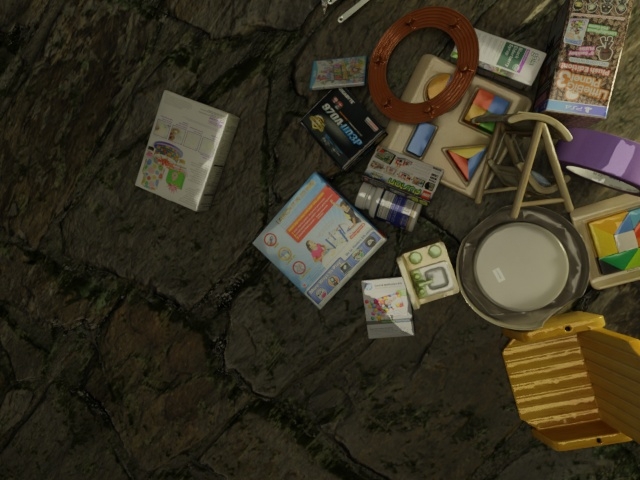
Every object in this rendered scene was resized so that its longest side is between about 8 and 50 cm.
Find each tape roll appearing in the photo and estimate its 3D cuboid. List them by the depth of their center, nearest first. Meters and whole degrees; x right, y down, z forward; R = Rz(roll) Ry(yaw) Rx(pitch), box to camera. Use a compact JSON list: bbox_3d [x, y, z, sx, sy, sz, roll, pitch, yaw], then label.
[{"bbox_3d":[0.738,-0.196,1.300,0.275,0.275,0.090,24,99,10],"label":"tape roll"}]

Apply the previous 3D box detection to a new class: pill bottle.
[{"bbox_3d":[0.204,-0.107,1.519,0.187,0.112,0.112,22,100,11],"label":"pill bottle"}]

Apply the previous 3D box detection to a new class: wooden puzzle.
[{"bbox_3d":[0.838,-0.002,1.413,0.221,0.044,0.238,-18,90,15],"label":"wooden puzzle"},{"bbox_3d":[0.378,-0.331,1.474,0.348,0.080,0.322,27,101,10],"label":"wooden puzzle"}]

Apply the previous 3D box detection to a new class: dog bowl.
[{"bbox_3d":[0.560,0.074,1.445,0.349,0.102,0.348,0,90,12],"label":"dog bowl"}]

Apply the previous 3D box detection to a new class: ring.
[{"bbox_3d":[0.279,-0.500,1.444,0.337,0.032,0.336,-3,85,34],"label":"ring"}]

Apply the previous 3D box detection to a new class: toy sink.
[{"bbox_3d":[0.309,0.087,1.449,0.131,0.234,0.152,-19,89,15],"label":"toy sink"}]

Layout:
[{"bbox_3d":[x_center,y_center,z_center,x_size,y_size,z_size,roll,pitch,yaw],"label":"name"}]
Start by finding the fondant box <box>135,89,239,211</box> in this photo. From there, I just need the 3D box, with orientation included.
[{"bbox_3d":[-0.435,-0.289,1.665,0.238,0.096,0.330,23,99,11],"label":"fondant box"}]

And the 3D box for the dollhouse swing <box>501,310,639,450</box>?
[{"bbox_3d":[0.684,0.403,1.353,0.315,0.305,0.346,-15,92,14],"label":"dollhouse swing"}]

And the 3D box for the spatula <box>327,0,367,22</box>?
[{"bbox_3d":[0.112,-0.766,1.503,0.242,0.019,0.168,-38,92,3],"label":"spatula"}]

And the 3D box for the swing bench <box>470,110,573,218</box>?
[{"bbox_3d":[0.514,-0.209,1.319,0.165,0.253,0.254,-7,104,-2],"label":"swing bench"}]

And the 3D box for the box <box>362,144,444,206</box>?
[{"bbox_3d":[0.237,-0.187,1.469,0.207,0.036,0.114,24,73,12],"label":"box"}]

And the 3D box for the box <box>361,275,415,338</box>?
[{"bbox_3d":[0.211,0.206,1.584,0.145,0.038,0.186,-6,92,14],"label":"box"}]

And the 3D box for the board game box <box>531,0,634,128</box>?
[{"bbox_3d":[0.663,-0.452,1.318,0.141,0.232,0.290,12,98,12],"label":"board game box"}]

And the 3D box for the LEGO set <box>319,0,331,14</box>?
[{"bbox_3d":[0.041,-0.813,1.539,0.244,0.060,0.182,-28,88,2],"label":"LEGO set"}]

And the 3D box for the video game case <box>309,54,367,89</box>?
[{"bbox_3d":[0.054,-0.505,1.536,0.166,0.015,0.119,-1,59,14],"label":"video game case"}]

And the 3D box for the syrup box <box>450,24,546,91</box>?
[{"bbox_3d":[0.492,-0.507,1.424,0.237,0.096,0.093,25,101,11],"label":"syrup box"}]

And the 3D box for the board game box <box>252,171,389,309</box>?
[{"bbox_3d":[0.000,0.000,1.591,0.302,0.086,0.308,44,103,6],"label":"board game box"}]

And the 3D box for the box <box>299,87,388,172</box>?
[{"bbox_3d":[0.068,-0.342,1.546,0.175,0.051,0.220,-42,75,14],"label":"box"}]
